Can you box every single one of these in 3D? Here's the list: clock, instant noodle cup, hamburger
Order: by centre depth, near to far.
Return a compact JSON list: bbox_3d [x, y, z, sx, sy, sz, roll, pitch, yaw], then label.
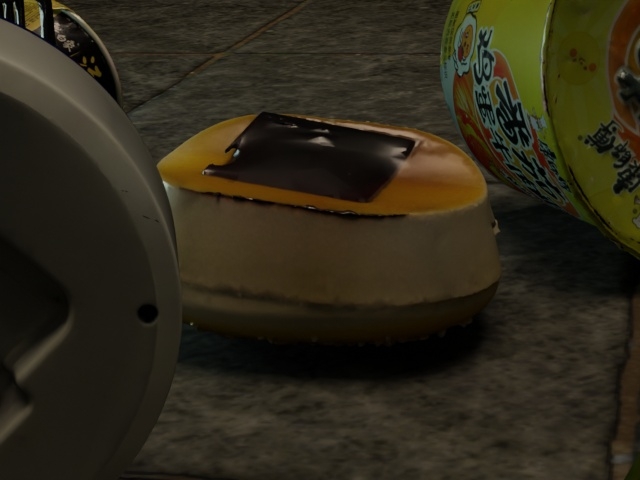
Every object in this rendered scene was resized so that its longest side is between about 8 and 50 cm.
[{"bbox_3d":[-0.170,0.022,0.565,0.231,0.230,0.083,-6,23,-9],"label":"clock"},{"bbox_3d":[0.000,0.000,0.809,0.210,0.116,0.173,7,28,16],"label":"hamburger"},{"bbox_3d":[0.211,-0.114,0.931,0.264,0.264,0.200,-10,10,-21],"label":"instant noodle cup"},{"bbox_3d":[-0.248,-0.105,1.121,0.152,0.151,0.122,8,32,29],"label":"instant noodle cup"}]

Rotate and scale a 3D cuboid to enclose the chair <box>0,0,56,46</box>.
[{"bbox_3d":[-0.198,-0.036,0.769,0.084,0.212,0.101,10,22,33],"label":"chair"}]

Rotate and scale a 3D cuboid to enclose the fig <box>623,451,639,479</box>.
[{"bbox_3d":[0.205,0.125,0.336,0.275,0.206,0.206,32,20,-2],"label":"fig"}]
